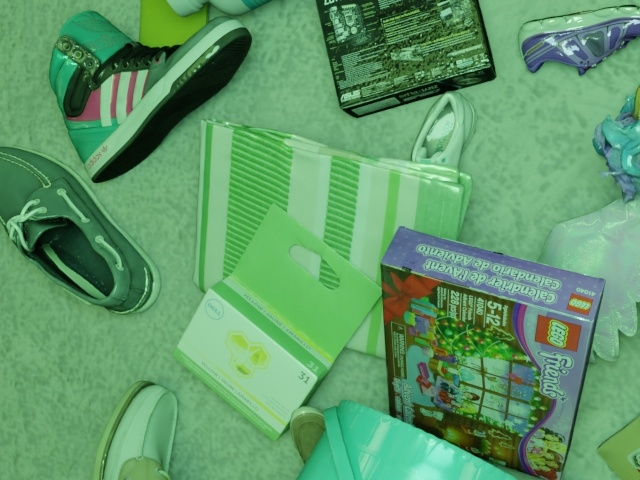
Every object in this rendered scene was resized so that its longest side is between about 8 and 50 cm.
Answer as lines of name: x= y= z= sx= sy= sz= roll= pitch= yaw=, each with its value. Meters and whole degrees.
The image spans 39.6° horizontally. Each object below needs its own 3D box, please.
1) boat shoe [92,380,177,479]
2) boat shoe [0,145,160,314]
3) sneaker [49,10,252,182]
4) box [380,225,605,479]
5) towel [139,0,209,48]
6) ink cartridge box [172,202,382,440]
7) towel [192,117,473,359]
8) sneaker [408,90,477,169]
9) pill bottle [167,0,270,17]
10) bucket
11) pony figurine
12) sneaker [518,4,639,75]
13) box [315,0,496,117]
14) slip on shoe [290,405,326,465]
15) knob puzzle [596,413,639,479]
boat shoe: x=-0.212 y=0.312 z=1.054 sx=0.103 sy=0.113 sz=0.302 roll=-2 pitch=57 yaw=22
boat shoe: x=-0.345 y=-0.022 z=1.149 sx=0.319 sy=0.099 sz=0.116 roll=40 pitch=100 yaw=13
sneaker: x=-0.227 y=-0.221 z=1.090 sx=0.295 sy=0.124 sz=0.178 roll=-36 pitch=85 yaw=29
box: x=0.167 y=0.126 z=0.913 sx=0.200 sy=0.293 sz=0.057 roll=15 pitch=50 yaw=20
towel: x=-0.186 y=-0.351 z=1.152 sx=0.102 sy=0.021 sz=0.237 roll=2 pitch=90 yaw=21
ink cartridge box: x=-0.056 y=0.099 z=1.043 sx=0.171 sy=0.056 sz=0.235 roll=38 pitch=122 yaw=11
towel: x=0.000 y=0.000 z=1.036 sx=0.324 sy=0.038 sz=0.248 roll=15 pitch=114 yaw=18
sneaker: x=0.122 y=-0.068 z=1.017 sx=0.080 sy=0.094 sz=0.212 roll=13 pitch=93 yaw=15
pill bottle: x=-0.067 y=-0.360 z=1.046 sx=0.264 sy=0.146 sz=0.146 roll=-23 pitch=83 yaw=12
bucket: x=0.087 y=0.298 z=0.924 sx=0.281 sy=0.281 sz=0.183 roll=24 pitch=76 yaw=15
pony figurine: x=0.364 y=-0.009 z=0.852 sx=0.302 sy=0.363 sz=0.351 roll=-3 pitch=104 yaw=9
sneaker: x=0.309 y=-0.223 z=0.992 sx=0.169 sy=0.068 sz=0.071 roll=-5 pitch=103 yaw=24
box: x=0.098 y=-0.240 z=1.035 sx=0.180 sy=0.077 sz=0.147 roll=-15 pitch=85 yaw=15
slip on shoe: x=0.000 y=0.256 z=1.043 sx=0.051 sy=0.041 sz=0.135 roll=-14 pitch=115 yaw=2
knob puzzle: x=0.424 y=0.232 z=0.941 sx=0.213 sy=0.030 sz=0.213 roll=8 pitch=107 yaw=27
